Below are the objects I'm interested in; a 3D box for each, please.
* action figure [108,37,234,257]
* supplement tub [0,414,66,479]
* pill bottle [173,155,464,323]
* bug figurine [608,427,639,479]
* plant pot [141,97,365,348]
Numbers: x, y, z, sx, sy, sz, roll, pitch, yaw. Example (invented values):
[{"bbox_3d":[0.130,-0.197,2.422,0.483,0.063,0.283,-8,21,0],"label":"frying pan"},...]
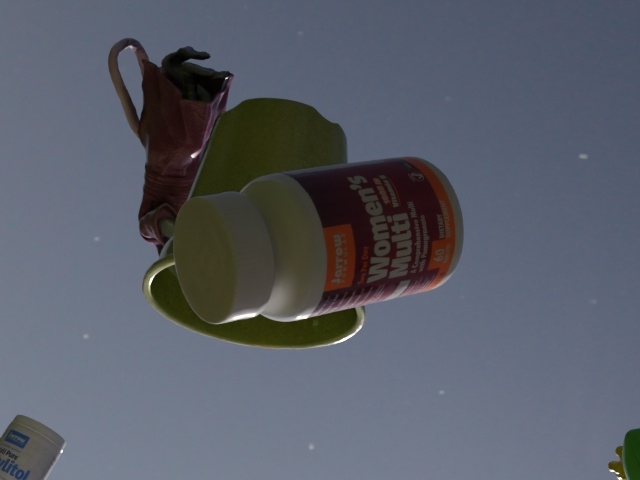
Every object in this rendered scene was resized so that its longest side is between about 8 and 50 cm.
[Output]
[{"bbox_3d":[-0.237,-0.102,1.690,0.275,0.248,0.370,16,-70,13],"label":"action figure"},{"bbox_3d":[-0.348,0.262,1.250,0.071,0.071,0.107,-3,-129,47],"label":"supplement tub"},{"bbox_3d":[0.000,0.000,0.899,0.121,0.221,0.121,20,-65,52],"label":"pill bottle"},{"bbox_3d":[0.183,0.204,0.522,0.216,0.072,0.279,48,-55,11],"label":"bug figurine"},{"bbox_3d":[-0.066,-0.030,1.388,0.276,0.276,0.254,-22,-130,45],"label":"plant pot"}]
